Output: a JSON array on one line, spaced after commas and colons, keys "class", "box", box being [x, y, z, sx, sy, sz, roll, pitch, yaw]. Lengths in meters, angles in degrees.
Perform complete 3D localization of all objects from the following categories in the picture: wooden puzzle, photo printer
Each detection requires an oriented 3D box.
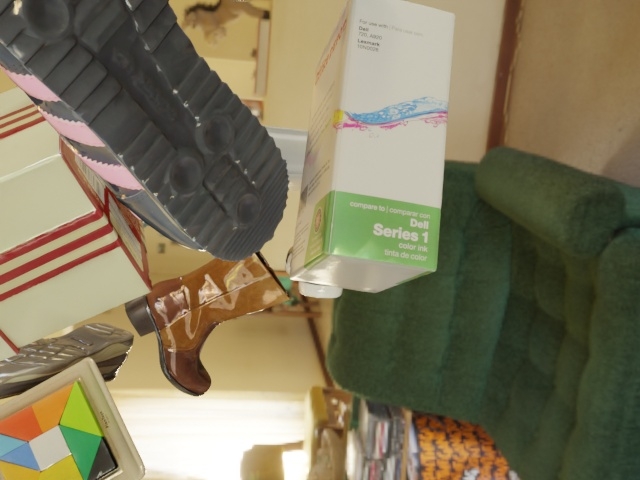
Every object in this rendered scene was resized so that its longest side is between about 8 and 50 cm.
[{"class": "wooden puzzle", "box": [-0.428, 0.335, 1.092, 0.221, 0.238, 0.044, 58, 173, 16]}, {"class": "photo printer", "box": [-0.083, -0.161, 1.408, 0.256, 0.307, 0.107, -4, 89, 45]}]

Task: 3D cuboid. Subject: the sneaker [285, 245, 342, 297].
[{"class": "sneaker", "box": [0.000, 0.000, 0.969, 0.217, 0.079, 0.121, -135, 51, -76]}]

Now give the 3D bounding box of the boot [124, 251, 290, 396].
[{"class": "boot", "box": [-0.189, 0.153, 1.319, 0.096, 0.280, 0.264, -101, -15, -71]}]

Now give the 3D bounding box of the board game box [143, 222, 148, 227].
[{"class": "board game box", "box": [-0.390, -0.066, 1.281, 0.026, 0.186, 0.126, -117, 3, -74]}]

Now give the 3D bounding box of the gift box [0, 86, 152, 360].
[{"class": "gift box", "box": [-0.373, -0.022, 0.807, 0.276, 0.258, 0.255, -114, 1, -54]}]

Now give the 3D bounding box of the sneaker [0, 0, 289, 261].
[{"class": "sneaker", "box": [-0.141, -0.112, 0.390, 0.112, 0.131, 0.319, -49, -47, -25]}]

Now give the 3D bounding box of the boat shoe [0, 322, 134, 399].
[{"class": "boat shoe", "box": [-0.494, 0.255, 1.299, 0.355, 0.132, 0.130, -7, -69, -60]}]

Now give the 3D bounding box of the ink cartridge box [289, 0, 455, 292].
[{"class": "ink cartridge box", "box": [0.052, -0.095, 0.759, 0.201, 0.117, 0.278, 140, 138, -74]}]
